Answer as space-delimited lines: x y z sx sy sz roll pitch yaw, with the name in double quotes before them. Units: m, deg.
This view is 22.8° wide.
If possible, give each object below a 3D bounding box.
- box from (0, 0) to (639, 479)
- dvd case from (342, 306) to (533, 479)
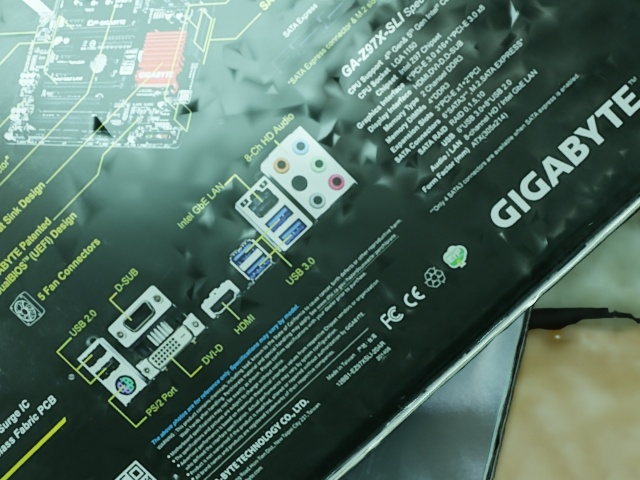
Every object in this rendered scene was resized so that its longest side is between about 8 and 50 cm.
"box" -0.071 -0.032 0.503 0.257 0.079 0.322 44 105 -4
"dvd case" 0.000 0.000 0.577 0.165 0.018 0.221 17 104 23
